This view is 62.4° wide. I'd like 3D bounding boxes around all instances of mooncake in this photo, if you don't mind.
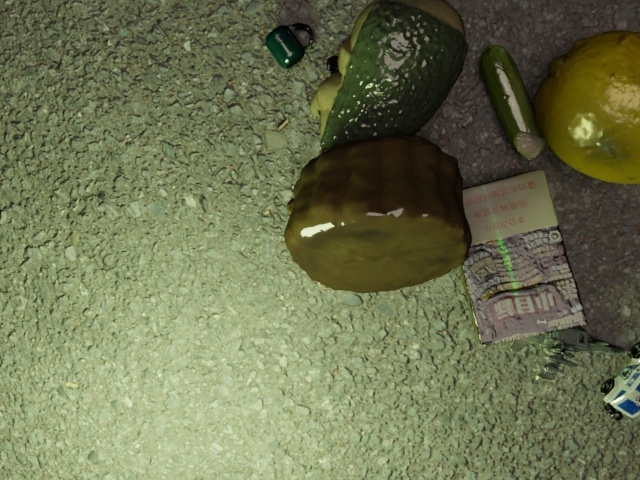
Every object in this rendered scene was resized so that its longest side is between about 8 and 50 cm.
[{"bbox_3d":[0.101,-0.042,0.947,0.325,0.324,0.187,0,62,7],"label":"mooncake"}]

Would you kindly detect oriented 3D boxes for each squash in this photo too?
[{"bbox_3d":[0.375,-0.268,1.032,0.069,0.069,0.238,-24,95,10],"label":"squash"}]

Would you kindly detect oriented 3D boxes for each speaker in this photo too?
[{"bbox_3d":[-0.057,-0.401,1.067,0.095,0.060,0.075,-36,95,11],"label":"speaker"}]

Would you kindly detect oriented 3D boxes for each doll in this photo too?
[{"bbox_3d":[0.116,-0.290,0.990,0.248,0.247,0.349,24,111,3],"label":"doll"}]

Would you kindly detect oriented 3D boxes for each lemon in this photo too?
[{"bbox_3d":[0.528,-0.230,0.929,0.284,0.260,0.260,9,100,4],"label":"lemon"}]

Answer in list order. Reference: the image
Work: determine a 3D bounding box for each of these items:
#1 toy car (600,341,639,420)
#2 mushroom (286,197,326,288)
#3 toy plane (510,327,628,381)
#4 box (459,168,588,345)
[{"bbox_3d":[0.655,0.297,1.090,0.080,0.070,0.170,34,101,0],"label":"toy car"},{"bbox_3d":[0.000,0.000,1.112,0.097,0.088,0.212,-18,89,10],"label":"mushroom"},{"bbox_3d":[0.518,0.202,1.084,0.262,0.088,0.192,10,73,1],"label":"toy plane"},{"bbox_3d":[0.372,0.035,1.039,0.198,0.084,0.309,-14,83,9],"label":"box"}]
